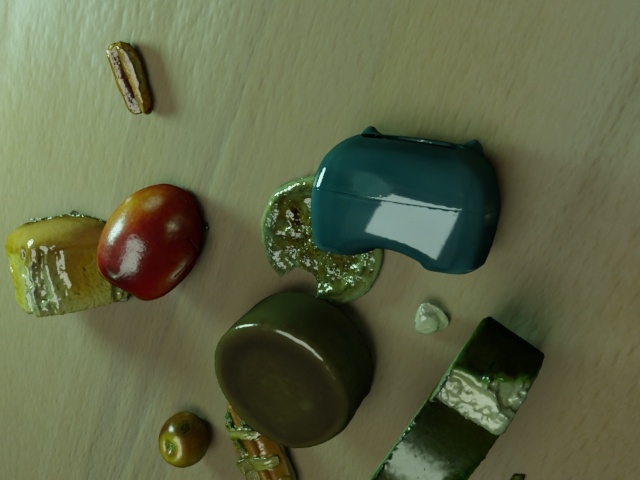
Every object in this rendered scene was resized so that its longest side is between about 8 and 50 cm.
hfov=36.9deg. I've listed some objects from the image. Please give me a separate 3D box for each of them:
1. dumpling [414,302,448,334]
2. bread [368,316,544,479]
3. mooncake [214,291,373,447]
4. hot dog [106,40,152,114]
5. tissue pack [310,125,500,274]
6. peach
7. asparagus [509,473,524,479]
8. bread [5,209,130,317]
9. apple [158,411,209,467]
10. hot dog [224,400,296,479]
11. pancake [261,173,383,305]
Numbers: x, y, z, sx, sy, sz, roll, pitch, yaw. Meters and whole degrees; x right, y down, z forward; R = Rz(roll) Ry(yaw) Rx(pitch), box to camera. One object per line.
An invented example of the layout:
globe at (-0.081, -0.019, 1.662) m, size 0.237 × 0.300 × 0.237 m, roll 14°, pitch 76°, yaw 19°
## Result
dumpling at (0.195, 0.140, 1.682) m, size 0.059 × 0.043 × 0.077 m, roll 6°, pitch 113°, yaw 1°
bread at (0.216, 0.299, 1.538) m, size 0.129 × 0.366 × 0.382 m, roll 35°, pitch 145°, yaw 11°
mooncake at (-0.045, 0.234, 1.773) m, size 0.284 × 0.155 × 0.284 m, roll 13°, pitch 124°, yaw 20°
hot dog at (-0.350, -0.299, 1.778) m, size 0.062 × 0.038 × 0.144 m, roll -11°, pitch 108°, yaw 28°
tissue pack at (0.135, -0.069, 1.523) m, size 0.288 × 0.198 × 0.206 m, roll 9°, pitch 101°, yaw 22°
peach at (-0.320, -0.001, 1.841) m, size 0.196 × 0.226 × 0.190 m, roll 38°, pitch 168°, yaw -32°
asparagus at (0.343, 0.466, 1.754) m, size 0.021 × 0.025 × 0.108 m, roll 24°, pitch 121°, yaw 6°
bread at (-0.537, 0.047, 1.959) m, size 0.262 × 0.162 × 0.204 m, roll -6°, pitch 98°, yaw 15°
apple at (-0.287, 0.421, 2.020) m, size 0.099 × 0.102 × 0.114 m, roll 19°, pitch 118°, yaw 22°
hot dog at (-0.129, 0.423, 1.958) m, size 0.109 × 0.072 × 0.269 m, roll -14°, pitch 105°, yaw 29°
pancake at (0.000, 0.000, 1.724) m, size 0.254 × 0.037 × 0.253 m, roll 13°, pitch 119°, yaw 24°
